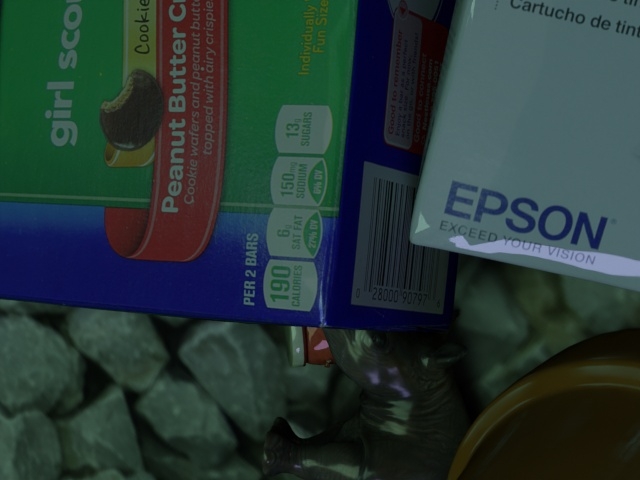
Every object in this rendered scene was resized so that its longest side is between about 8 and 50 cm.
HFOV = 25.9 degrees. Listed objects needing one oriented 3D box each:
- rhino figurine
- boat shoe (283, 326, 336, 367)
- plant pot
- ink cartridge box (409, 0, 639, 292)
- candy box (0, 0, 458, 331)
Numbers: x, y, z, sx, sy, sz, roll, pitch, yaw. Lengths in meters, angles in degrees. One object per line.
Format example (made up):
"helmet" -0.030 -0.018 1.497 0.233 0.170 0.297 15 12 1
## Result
"rhino figurine" 0.024 0.117 0.722 0.106 0.073 0.243 9 108 2
"boat shoe" 0.000 0.000 0.738 0.043 0.049 0.137 -5 97 -7
"plant pot" 0.120 0.158 0.600 0.205 0.188 0.205 8 105 33
"ink cartridge box" 0.165 -0.082 0.541 0.223 0.045 0.224 12 110 1
"candy box" -0.087 -0.098 0.689 0.317 0.122 0.268 3 86 35
